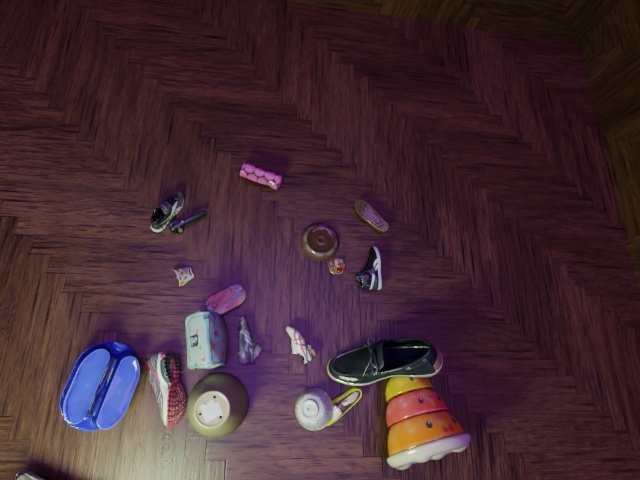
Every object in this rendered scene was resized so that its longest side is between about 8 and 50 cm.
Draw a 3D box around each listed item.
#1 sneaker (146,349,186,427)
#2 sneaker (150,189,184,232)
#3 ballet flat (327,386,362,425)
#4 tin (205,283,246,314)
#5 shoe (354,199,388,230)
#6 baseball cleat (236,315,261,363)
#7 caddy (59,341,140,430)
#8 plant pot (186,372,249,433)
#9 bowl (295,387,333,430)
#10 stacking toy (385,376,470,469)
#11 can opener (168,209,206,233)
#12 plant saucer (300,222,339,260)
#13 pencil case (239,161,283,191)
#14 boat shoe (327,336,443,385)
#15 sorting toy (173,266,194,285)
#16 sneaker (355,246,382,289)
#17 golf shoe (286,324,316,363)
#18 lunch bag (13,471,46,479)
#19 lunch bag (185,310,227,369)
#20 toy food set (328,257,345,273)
[{"bbox_3d":[-0.636,0.610,1.650,0.112,0.121,0.299,-17,74,16],"label":"sneaker"},{"bbox_3d":[-0.718,-0.150,1.881,0.078,0.106,0.234,30,70,0],"label":"sneaker"},{"bbox_3d":[0.091,0.717,1.742,0.231,0.077,0.077,-34,81,-18],"label":"ballet flat"},{"bbox_3d":[-0.430,0.272,1.827,0.189,0.040,0.106,-26,74,-17],"label":"tin"},{"bbox_3d":[0.260,-0.123,2.068,0.076,0.058,0.219,-45,79,1],"label":"shoe"},{"bbox_3d":[-0.316,0.441,1.781,0.109,0.072,0.206,6,75,-22],"label":"baseball cleat"},{"bbox_3d":[-0.863,0.573,1.583,0.241,0.179,0.341,25,67,-24],"label":"caddy"},{"bbox_3d":[-0.412,0.654,1.576,0.256,0.274,0.257,3,72,-9],"label":"plant pot"},{"bbox_3d":[-0.038,0.712,1.691,0.170,0.080,0.170,-5,70,13],"label":"bowl"},{"bbox_3d":[0.385,0.683,1.723,0.350,0.351,0.480,-10,57,-12],"label":"stacking toy"},{"bbox_3d":[-0.627,-0.093,1.902,0.186,0.059,0.073,-29,78,-17],"label":"can opener"},{"bbox_3d":[0.000,0.000,1.989,0.198,0.036,0.199,3,70,-8],"label":"plant saucer"},{"bbox_3d":[-0.295,-0.324,2.021,0.209,0.098,0.095,23,114,-2],"label":"pencil case"},{"bbox_3d":[0.256,0.503,1.708,0.500,0.156,0.187,-11,42,21],"label":"boat shoe"},{"bbox_3d":[-0.622,0.155,1.836,0.075,0.045,0.083,-18,75,-34],"label":"sorting toy"},{"bbox_3d":[0.229,0.134,1.959,0.121,0.079,0.217,-1,73,-11],"label":"sneaker"},{"bbox_3d":[-0.102,0.466,1.800,0.086,0.067,0.186,-37,81,-17],"label":"golf shoe"},{"bbox_3d":[-0.985,0.989,1.400,0.305,0.212,0.256,25,70,-1],"label":"lunch bag"},{"bbox_3d":[-0.467,0.413,1.653,0.160,0.262,0.223,-4,73,-11],"label":"lunch bag"},{"bbox_3d":[0.080,0.124,1.968,0.083,0.020,0.083,-6,73,-11],"label":"toy food set"}]
